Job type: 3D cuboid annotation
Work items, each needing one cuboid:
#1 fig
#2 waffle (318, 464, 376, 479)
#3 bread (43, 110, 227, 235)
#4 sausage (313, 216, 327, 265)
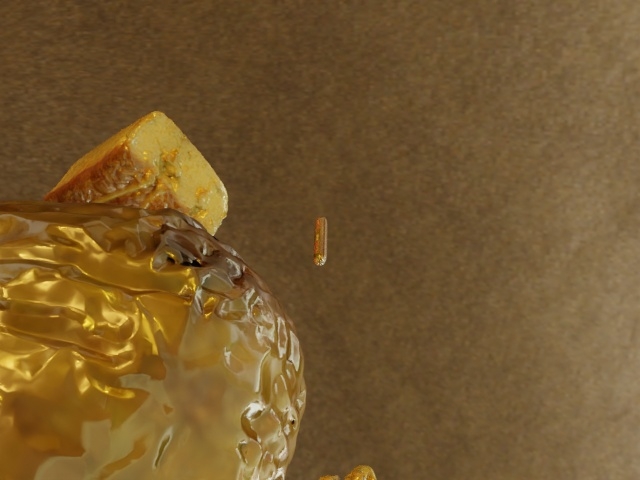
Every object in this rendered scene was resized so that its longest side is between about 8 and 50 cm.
[{"bbox_3d":[-0.187,0.057,0.581,0.286,0.286,0.369,-53,124,-16],"label":"fig"},{"bbox_3d":[0.036,0.352,1.271,0.160,0.055,0.211,8,84,8],"label":"waffle"},{"bbox_3d":[-0.261,-0.048,1.608,0.185,0.274,0.114,50,52,-16],"label":"bread"},{"bbox_3d":[0.000,0.000,1.261,0.015,0.100,0.015,1,120,1],"label":"sausage"}]
